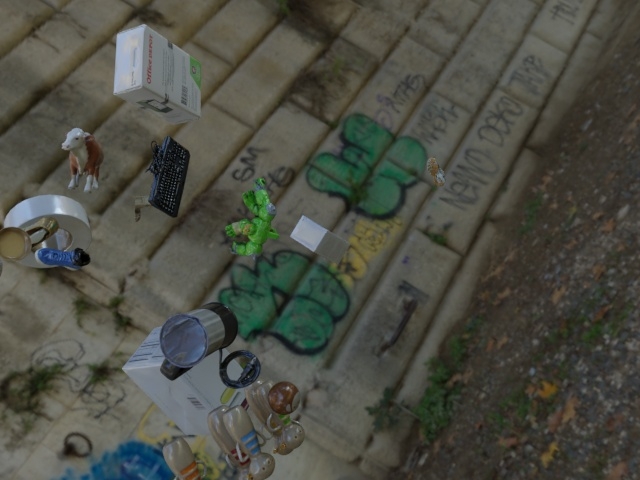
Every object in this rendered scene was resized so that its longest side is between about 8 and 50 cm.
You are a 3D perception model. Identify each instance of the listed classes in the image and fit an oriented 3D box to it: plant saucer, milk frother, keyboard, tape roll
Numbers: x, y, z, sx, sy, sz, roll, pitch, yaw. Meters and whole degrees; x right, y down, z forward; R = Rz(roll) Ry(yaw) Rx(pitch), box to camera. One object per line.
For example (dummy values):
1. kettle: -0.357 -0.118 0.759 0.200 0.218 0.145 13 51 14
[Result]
1. plant saucer: -0.728 0.009 1.511 0.015 0.083 0.083 -17 31 49
2. milk frother: -0.174 0.181 1.043 0.134 0.143 0.129 -14 -59 -77
3. keyboard: -0.327 -0.149 1.381 0.038 0.100 0.192 -28 45 35
4. tape roll: -0.971 -0.029 2.283 0.286 0.100 0.286 -19 -34 -14

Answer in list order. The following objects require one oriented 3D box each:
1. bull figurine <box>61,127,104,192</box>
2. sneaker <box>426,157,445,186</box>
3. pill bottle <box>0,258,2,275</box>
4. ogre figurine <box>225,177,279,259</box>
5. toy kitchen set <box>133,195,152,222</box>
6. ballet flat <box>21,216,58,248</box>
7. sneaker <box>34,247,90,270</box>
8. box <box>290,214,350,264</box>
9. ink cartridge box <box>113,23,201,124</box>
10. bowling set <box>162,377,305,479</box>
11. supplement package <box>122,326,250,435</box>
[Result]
1. bull figurine: -0.740 -0.252 2.008 0.310 0.101 0.189 -139 58 -79
2. sneaker: 0.315 -0.188 1.737 0.031 0.083 0.037 -12 20 35
3. pill bottle: -1.049 0.045 1.812 0.146 0.264 0.146 -56 -15 -23
4. ogre figurine: -0.158 -0.041 1.540 0.096 0.118 0.197 34 -86 -41
5. toy kitchen set: -0.600 -0.103 2.192 0.083 0.075 0.068 119 143 -62
6. ballet flat: -0.952 -0.001 2.067 0.232 0.080 0.073 -31 28 12
7. sneaker: -0.733 0.046 1.838 0.152 0.084 0.058 27 -130 -54
8. box: 0.000 0.000 2.264 0.091 0.130 0.170 -58 -36 1
9. ink cartridge box: -0.490 -0.497 1.949 0.273 0.114 0.199 21 -115 -61
10. bowling set: -0.099 0.336 1.076 0.199 0.154 0.287 -28 0 39
11. supplement package: -0.319 0.350 1.607 0.204 0.262 0.145 -14 32 40
